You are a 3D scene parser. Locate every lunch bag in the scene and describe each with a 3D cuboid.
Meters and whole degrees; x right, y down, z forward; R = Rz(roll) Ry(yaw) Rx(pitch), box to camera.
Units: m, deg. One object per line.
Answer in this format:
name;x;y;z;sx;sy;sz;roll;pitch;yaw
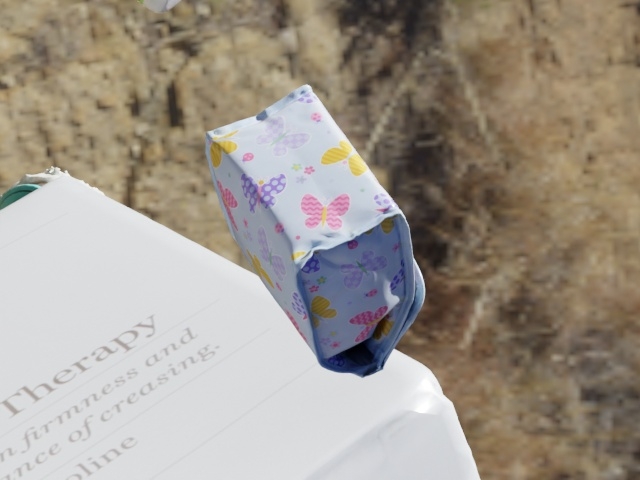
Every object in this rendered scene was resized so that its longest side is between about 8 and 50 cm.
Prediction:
lunch bag;0.000;0.000;0.611;0.053;0.071;0.083;-26;143;-13

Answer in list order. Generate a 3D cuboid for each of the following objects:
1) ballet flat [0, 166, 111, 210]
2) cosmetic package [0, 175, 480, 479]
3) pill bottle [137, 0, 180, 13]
ballet flat;-0.226;0.143;1.547;0.147;0.147;0.409;11;84;-47
cosmetic package;-0.122;0.218;0.879;0.329;0.393;0.327;-33;119;-20
pill bottle;-0.186;-0.304;1.396;0.245;0.136;0.136;36;56;-1
